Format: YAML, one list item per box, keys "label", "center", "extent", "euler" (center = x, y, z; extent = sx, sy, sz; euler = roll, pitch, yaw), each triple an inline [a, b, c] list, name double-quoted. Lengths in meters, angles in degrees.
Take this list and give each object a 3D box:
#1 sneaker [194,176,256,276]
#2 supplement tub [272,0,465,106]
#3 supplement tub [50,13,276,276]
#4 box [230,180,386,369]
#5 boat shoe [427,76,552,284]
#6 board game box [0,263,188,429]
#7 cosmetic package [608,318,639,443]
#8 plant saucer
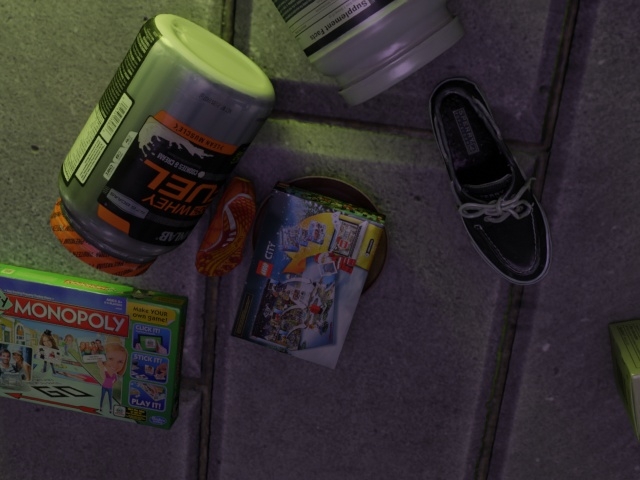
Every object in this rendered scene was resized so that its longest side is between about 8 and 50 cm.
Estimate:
- label: "sneaker"
  center: [-0.132, -0.015, 1.193]
  extent: [0.064, 0.067, 0.175]
  euler: [19, 127, -19]
- label: "supplement tub"
  center: [0.032, -0.319, 0.988]
  extent: [0.191, 0.191, 0.272]
  euler: [-30, 102, 17]
- label: "supplement tub"
  center: [-0.215, -0.117, 1.093]
  extent: [0.193, 0.193, 0.316]
  euler: [35, 111, -4]
- label: "box"
  center: [-0.019, 0.051, 1.162]
  extent: [0.159, 0.044, 0.233]
  euler: [19, 111, 2]
- label: "boat shoe"
  center: [0.227, -0.068, 1.092]
  extent: [0.113, 0.105, 0.306]
  euler: [-17, 105, 14]
- label: "board game box"
  center: [-0.372, 0.164, 1.291]
  extent: [0.317, 0.046, 0.213]
  euler: [10, 111, 5]
- label: "cosmetic package"
  center: [0.558, 0.165, 1.097]
  extent: [0.309, 0.160, 0.113]
  euler: [-9, 108, 12]
- label: "plant saucer"
  center: [0.000, 0.000, 1.185]
  extent: [0.198, 0.036, 0.198]
  euler: [2, 109, 7]
